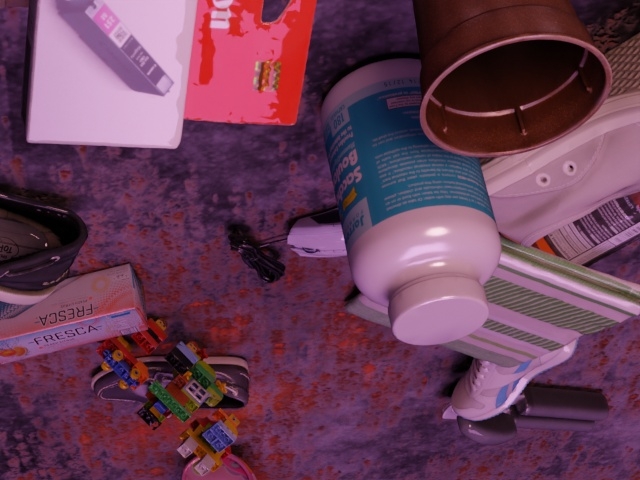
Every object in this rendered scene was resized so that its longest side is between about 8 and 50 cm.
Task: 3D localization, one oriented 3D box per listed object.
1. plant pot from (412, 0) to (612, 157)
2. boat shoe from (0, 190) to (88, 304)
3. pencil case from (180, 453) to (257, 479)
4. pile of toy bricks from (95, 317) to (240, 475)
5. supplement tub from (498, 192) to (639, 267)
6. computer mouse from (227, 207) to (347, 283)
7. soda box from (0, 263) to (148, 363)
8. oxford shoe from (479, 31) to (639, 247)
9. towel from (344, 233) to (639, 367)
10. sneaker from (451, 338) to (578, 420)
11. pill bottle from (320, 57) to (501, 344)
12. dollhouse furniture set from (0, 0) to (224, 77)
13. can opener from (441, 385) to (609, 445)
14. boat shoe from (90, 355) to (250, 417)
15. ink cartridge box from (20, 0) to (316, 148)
[{"bbox_3d":[0.151,-0.187,1.276,0.167,0.165,0.167,-8,149,-5],"label":"plant pot"},{"bbox_3d":[-0.372,-0.017,1.427,0.113,0.127,0.340,-35,143,32],"label":"boat shoe"},{"bbox_3d":[-0.146,0.422,2.209,0.124,0.124,0.284,-8,151,-4],"label":"pencil case"},{"bbox_3d":[-0.166,0.174,1.814,0.212,0.105,0.118,47,124,-4],"label":"pile of toy bricks"},{"bbox_3d":[0.296,-0.027,1.637,0.198,0.106,0.106,-32,143,33],"label":"supplement tub"},{"bbox_3d":[0.000,0.000,1.648,0.193,0.042,0.106,-17,147,10],"label":"computer mouse"},{"bbox_3d":[-0.293,0.085,1.674,0.183,0.063,0.058,-13,148,3],"label":"soda box"},{"bbox_3d":[0.326,-0.120,1.420,0.449,0.169,0.130,-29,110,37],"label":"oxford shoe"},{"bbox_3d":[0.197,0.070,1.702,0.248,0.038,0.325,19,158,-13],"label":"towel"},{"bbox_3d":[0.240,0.159,1.953,0.092,0.087,0.228,20,132,-27],"label":"sneaker"},{"bbox_3d":[0.090,-0.035,1.406,0.146,0.264,0.146,-8,148,-5],"label":"pill bottle"},{"bbox_3d":[-0.193,-0.156,1.279,0.182,0.101,0.161,0,147,-17],"label":"dollhouse furniture set"},{"bbox_3d":[0.299,0.258,2.121,0.280,0.093,0.074,4,147,-32],"label":"can opener"},{"bbox_3d":[-0.191,0.192,1.877,0.206,0.065,0.075,-3,148,-13],"label":"boat shoe"},{"bbox_3d":[-0.107,-0.205,1.156,0.239,0.060,0.275,1,119,-17],"label":"ink cartridge box"}]
